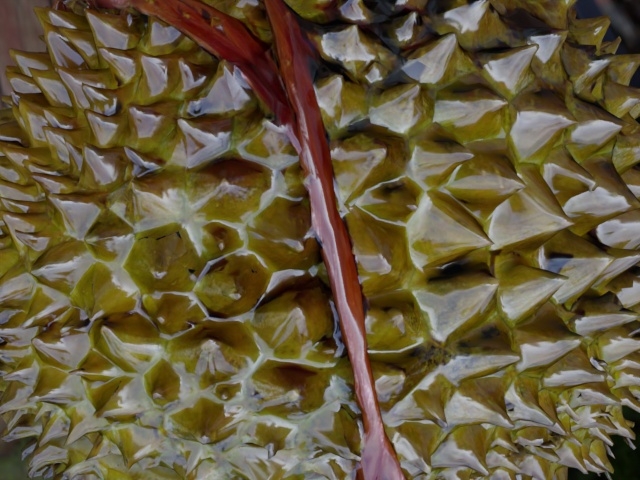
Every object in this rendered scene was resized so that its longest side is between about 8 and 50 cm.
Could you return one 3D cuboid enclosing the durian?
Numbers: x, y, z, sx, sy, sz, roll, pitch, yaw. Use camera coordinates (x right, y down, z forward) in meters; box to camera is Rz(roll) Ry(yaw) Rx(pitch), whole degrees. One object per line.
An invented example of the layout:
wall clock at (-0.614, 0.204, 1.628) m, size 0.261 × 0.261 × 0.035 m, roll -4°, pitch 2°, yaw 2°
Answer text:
durian at (0.001, 0.005, 0.800) m, size 0.347 × 0.347 × 0.384 m, roll -50°, pitch 163°, yaw 30°
